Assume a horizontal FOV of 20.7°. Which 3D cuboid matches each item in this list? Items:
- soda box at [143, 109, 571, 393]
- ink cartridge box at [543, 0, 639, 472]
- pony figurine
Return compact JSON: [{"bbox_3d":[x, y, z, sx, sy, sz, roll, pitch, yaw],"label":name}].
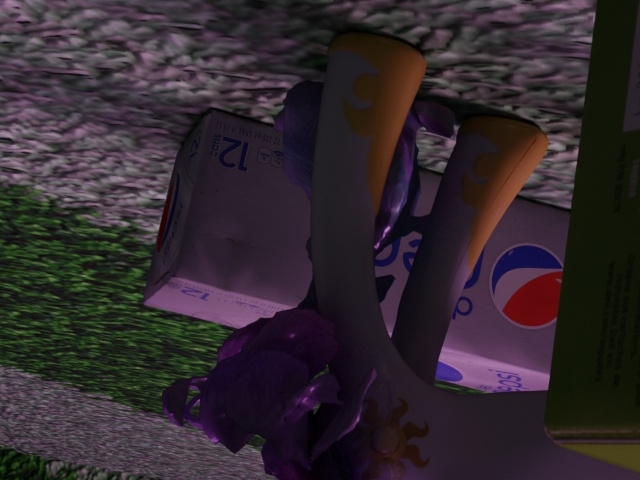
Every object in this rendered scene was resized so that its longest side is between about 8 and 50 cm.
[{"bbox_3d":[0.053,0.020,0.981,0.286,0.098,0.091,15,165,-13],"label":"soda box"},{"bbox_3d":[0.209,0.010,0.650,0.255,0.188,0.097,22,161,-38],"label":"ink cartridge box"},{"bbox_3d":[0.039,0.102,0.773,0.351,0.363,0.303,11,166,5],"label":"pony figurine"}]
